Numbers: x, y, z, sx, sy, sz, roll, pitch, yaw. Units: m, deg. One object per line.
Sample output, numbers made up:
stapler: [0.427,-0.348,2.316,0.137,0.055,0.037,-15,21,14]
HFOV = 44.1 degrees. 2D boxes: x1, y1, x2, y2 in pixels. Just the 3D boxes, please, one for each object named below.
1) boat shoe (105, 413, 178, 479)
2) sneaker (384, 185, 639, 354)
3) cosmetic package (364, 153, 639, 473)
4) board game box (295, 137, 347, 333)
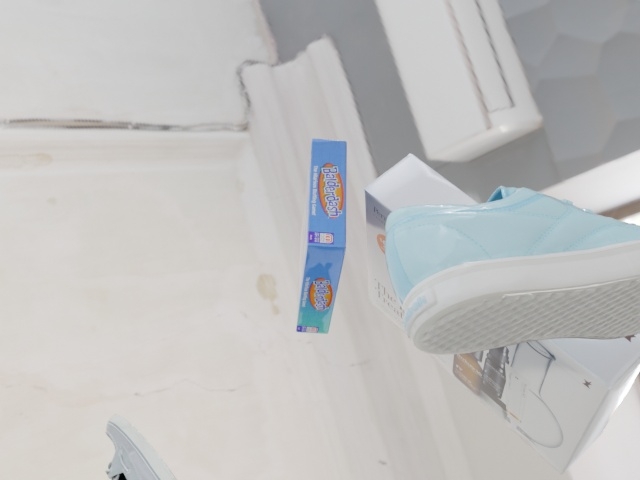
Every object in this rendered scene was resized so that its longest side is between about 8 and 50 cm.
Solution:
boat shoe: [-0.283,0.345,1.193,0.081,0.228,0.079,-38,-49,-20]
sneaker: [0.227,0.004,0.729,0.366,0.135,0.150,-1,-126,-27]
cosmetic package: [0.218,0.099,1.031,0.097,0.284,0.377,-37,-120,-21]
board game box: [0.000,0.000,0.999,0.047,0.210,0.160,4,-124,-4]
